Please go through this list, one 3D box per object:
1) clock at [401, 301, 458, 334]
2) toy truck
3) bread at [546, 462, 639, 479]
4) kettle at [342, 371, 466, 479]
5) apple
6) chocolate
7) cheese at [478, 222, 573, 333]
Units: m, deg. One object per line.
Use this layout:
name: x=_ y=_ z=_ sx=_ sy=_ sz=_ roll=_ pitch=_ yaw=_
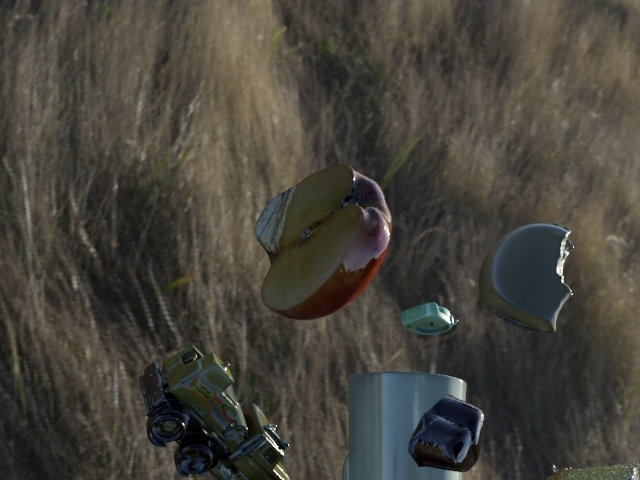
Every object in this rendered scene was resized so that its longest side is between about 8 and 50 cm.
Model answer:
clock: x=0.259 y=0.186 z=2.214 sx=0.135 sy=0.101 sz=0.041 roll=26 pitch=53 yaw=-43
toy truck: x=-0.123 y=0.255 z=1.249 sx=0.257 sy=0.127 sz=0.127 roll=57 pitch=-1 yaw=-28
bread: x=0.415 y=0.398 z=1.459 sx=0.152 sy=0.147 sz=0.127 roll=33 pitch=49 yaw=-61
kettle: x=0.148 y=0.488 z=2.015 sx=0.250 sy=0.361 sz=0.376 roll=13 pitch=68 yaw=-29
apple: x=0.000 y=0.000 z=2.294 sx=0.328 sy=0.365 sz=0.295 roll=55 pitch=26 yaw=5
chocolate: x=0.221 y=0.339 z=1.587 sx=0.149 sy=0.080 sz=0.125 roll=-31 pitch=118 yaw=-45
cheese: x=0.389 y=0.058 z=1.768 sx=0.175 sy=0.202 sz=0.091 roll=27 pitch=-5 yaw=6
